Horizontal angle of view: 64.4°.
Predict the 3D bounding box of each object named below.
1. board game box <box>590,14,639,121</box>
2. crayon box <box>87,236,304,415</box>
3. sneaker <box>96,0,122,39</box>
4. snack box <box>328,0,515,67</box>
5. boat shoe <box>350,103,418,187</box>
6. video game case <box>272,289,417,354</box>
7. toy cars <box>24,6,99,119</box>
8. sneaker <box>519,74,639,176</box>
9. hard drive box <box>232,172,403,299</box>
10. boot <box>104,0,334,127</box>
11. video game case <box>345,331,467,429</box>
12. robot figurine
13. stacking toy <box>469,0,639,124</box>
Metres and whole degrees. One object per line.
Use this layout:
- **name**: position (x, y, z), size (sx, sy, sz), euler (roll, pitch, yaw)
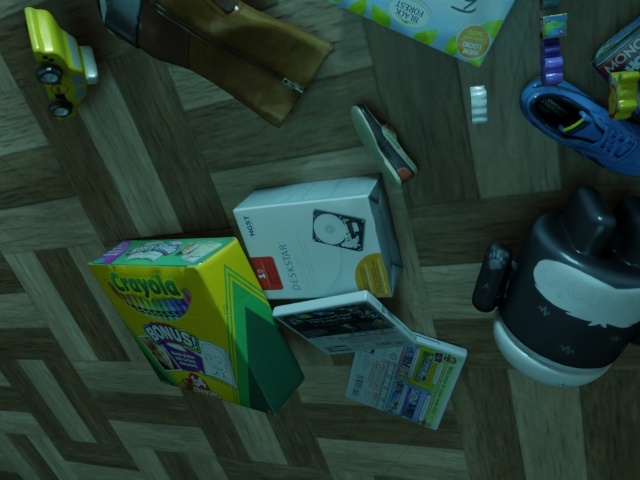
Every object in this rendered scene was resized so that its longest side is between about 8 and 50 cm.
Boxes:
- **board game box**: position (0.406, -0.229, 0.544), size (0.194, 0.060, 0.194), euler (45, 126, -8)
- **crayon box**: position (-0.243, 0.152, 0.967), size (0.363, 0.106, 0.313), euler (-2, 121, 40)
- **sneaker**: position (-0.310, -0.433, 0.690), size (0.153, 0.099, 0.282), euler (28, 135, 16)
- **snack box**: position (0.134, -0.327, 0.588), size (0.207, 0.070, 0.174), euler (27, 125, 5)
- **boat shoe**: position (0.092, -0.142, 0.739), size (0.043, 0.049, 0.137), euler (-37, 103, -8)
- **video game case**: position (0.043, 0.147, 0.878), size (0.190, 0.022, 0.173), euler (-14, 139, 34)
- **toy cars**: position (-0.406, -0.367, 0.761), size (0.087, 0.176, 0.393), euler (-14, 125, -21)
- **sneaker**: position (0.337, -0.128, 0.623), size (0.209, 0.082, 0.069), euler (30, 125, 0)
- **hard drive box**: position (0.000, 0.000, 0.835), size (0.232, 0.089, 0.181), euler (-5, 118, 25)
- **boot**: position (-0.109, -0.310, 0.657), size (0.280, 0.096, 0.264), euler (26, 120, -14)
- **video game case**: position (0.155, 0.257, 0.971), size (0.193, 0.023, 0.212), euler (17, 124, 12)
- **robot figurine**: position (0.343, 0.069, 0.690), size (0.209, 0.174, 0.278), euler (38, 133, 35)
- **stacking toy**: position (0.243, -0.232, 0.536), size (0.167, 0.052, 0.221), euler (-2, 111, 15)
